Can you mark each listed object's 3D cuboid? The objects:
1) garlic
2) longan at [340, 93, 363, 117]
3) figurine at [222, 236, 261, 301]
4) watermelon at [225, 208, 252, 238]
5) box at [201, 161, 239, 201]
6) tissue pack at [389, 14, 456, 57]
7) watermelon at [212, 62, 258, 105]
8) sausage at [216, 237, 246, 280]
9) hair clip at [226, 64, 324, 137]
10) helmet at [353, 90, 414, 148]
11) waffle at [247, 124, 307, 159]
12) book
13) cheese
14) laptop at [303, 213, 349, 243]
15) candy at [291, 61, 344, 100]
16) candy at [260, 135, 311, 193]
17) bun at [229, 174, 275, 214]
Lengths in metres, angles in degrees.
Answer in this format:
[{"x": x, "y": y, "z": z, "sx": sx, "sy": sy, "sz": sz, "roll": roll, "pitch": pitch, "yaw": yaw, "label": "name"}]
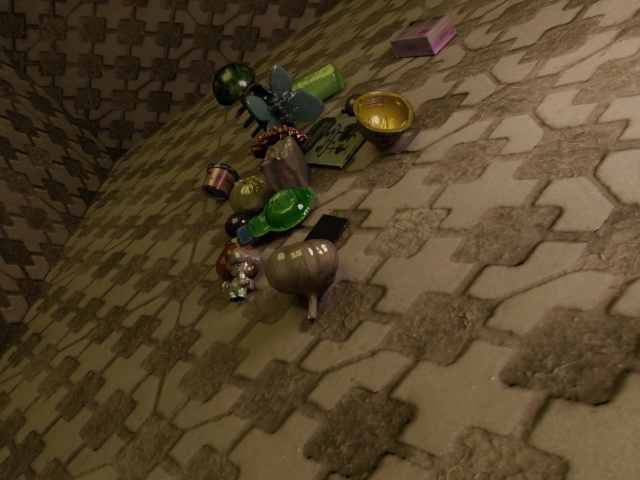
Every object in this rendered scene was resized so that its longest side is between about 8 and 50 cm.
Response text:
[{"x": -0.034, "y": 0.111, "z": 1.227, "sx": 0.219, "sy": 0.219, "sz": 0.211, "roll": -24, "pitch": 74, "yaw": 22, "label": "garlic"}, {"x": 0.140, "y": -0.543, "z": 1.823, "sx": 0.119, "sy": 0.106, "sz": 0.106, "roll": -17, "pitch": 38, "yaw": 5, "label": "longan"}, {"x": -0.257, "y": 0.097, "z": 1.486, "sx": 0.138, "sy": 0.112, "sz": 0.228, "roll": -21, "pitch": 51, "yaw": 32, "label": "figurine"}, {"x": -0.300, "y": -0.065, "z": 1.695, "sx": 0.133, "sy": 0.105, "sz": 0.105, "roll": -54, "pitch": 30, "yaw": 19, "label": "watermelon"}, {"x": -0.467, "y": -0.264, "z": 2.057, "sx": 0.151, "sy": 0.151, "sz": 0.135, "roll": -6, "pitch": 55, "yaw": 40, "label": "box"}, {"x": 0.432, "y": -0.868, "z": 1.919, "sx": 0.148, "sy": 0.092, "sz": 0.246, "roll": -46, "pitch": 34, "yaw": -10, "label": "tissue pack"}, {"x": -0.381, "y": -0.683, "z": 1.918, "sx": 0.204, "sy": 0.127, "sz": 0.232, "roll": -32, "pitch": 38, "yaw": 10, "label": "watermelon"}, {"x": -0.317, "y": 0.060, "z": 1.598, "sx": 0.089, "sy": 0.089, "sz": 0.179, "roll": -19, "pitch": 39, "yaw": 29, "label": "sausage"}, {"x": -0.230, "y": -0.575, "z": 2.036, "sx": 0.239, "sy": 0.318, "sz": 0.391, "roll": 3, "pitch": 55, "yaw": 49, "label": "hair clip"}, {"x": 0.215, "y": -0.400, "z": 1.563, "sx": 0.206, "sy": 0.140, "sz": 0.256, "roll": -3, "pitch": 50, "yaw": -2, "label": "helmet"}, {"x": -0.168, "y": -0.391, "z": 1.808, "sx": 0.221, "sy": 0.234, "sz": 0.055, "roll": -32, "pitch": 71, "yaw": 40, "label": "waffle"}, {"x": 0.035, "y": -0.403, "z": 1.821, "sx": 0.371, "sy": 0.043, "sz": 0.260, "roll": 17, "pitch": 65, "yaw": 51, "label": "book"}, {"x": -0.160, "y": -0.090, "z": 1.604, "sx": 0.321, "sy": 0.083, "sz": 0.203, "roll": -33, "pitch": 46, "yaw": 4, "label": "cheese"}, {"x": 0.000, "y": 0.000, "z": 1.429, "sx": 0.135, "sy": 0.016, "sz": 0.197, "roll": 17, "pitch": 65, "yaw": 50, "label": "laptop"}, {"x": -0.049, "y": -0.728, "z": 2.182, "sx": 0.344, "sy": 0.142, "sz": 0.131, "roll": -26, "pitch": 50, "yaw": 21, "label": "candy"}, {"x": -0.129, "y": -0.271, "z": 1.706, "sx": 0.137, "sy": 0.195, "sz": 0.184, "roll": -20, "pitch": 35, "yaw": 20, "label": "candy"}, {"x": -0.286, "y": -0.203, "z": 1.827, "sx": 0.223, "sy": 0.127, "sz": 0.222, "roll": -28, "pitch": 35, "yaw": 22, "label": "bun"}]
